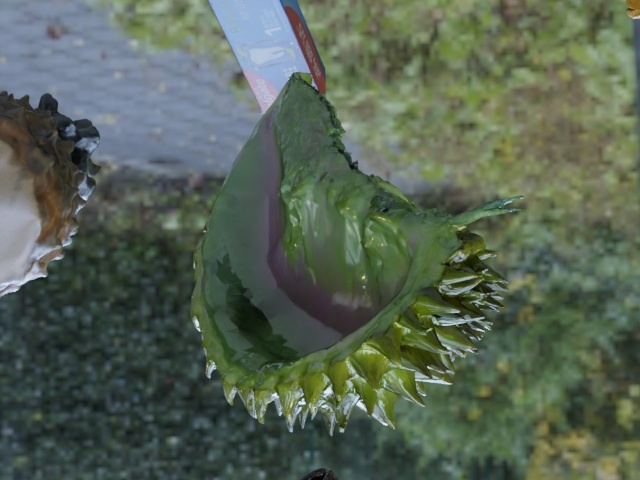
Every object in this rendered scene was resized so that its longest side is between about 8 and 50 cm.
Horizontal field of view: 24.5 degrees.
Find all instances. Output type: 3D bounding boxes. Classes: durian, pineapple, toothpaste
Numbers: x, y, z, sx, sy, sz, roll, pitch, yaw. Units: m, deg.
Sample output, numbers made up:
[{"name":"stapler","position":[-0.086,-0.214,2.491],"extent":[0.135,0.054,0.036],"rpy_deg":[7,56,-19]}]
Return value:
[{"name":"durian","position":[0.002,0.010,0.911],"extent":[0.157,0.169,0.355],"rpy_deg":[-8,-159,-17]},{"name":"pineapple","position":[-0.238,-0.043,1.052],"extent":[0.170,0.141,0.310],"rpy_deg":[-29,-170,3]},{"name":"toothpaste","position":[-0.070,-0.254,1.575],"extent":[0.076,0.066,0.320],"rpy_deg":[-9,146,12]}]

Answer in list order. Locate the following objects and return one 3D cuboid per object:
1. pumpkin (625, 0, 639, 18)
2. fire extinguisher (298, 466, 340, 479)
[{"name":"pumpkin","position":[0.397,-0.278,1.667],"extent":[0.083,0.054,0.074],"rpy_deg":[-6,-173,-38]},{"name":"fire extinguisher","position":[0.038,0.328,1.364],"extent":[0.099,0.231,0.071],"rpy_deg":[-39,-171,-25]}]
